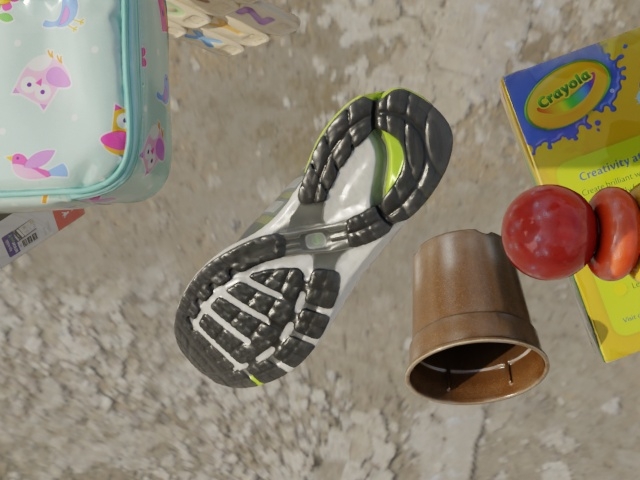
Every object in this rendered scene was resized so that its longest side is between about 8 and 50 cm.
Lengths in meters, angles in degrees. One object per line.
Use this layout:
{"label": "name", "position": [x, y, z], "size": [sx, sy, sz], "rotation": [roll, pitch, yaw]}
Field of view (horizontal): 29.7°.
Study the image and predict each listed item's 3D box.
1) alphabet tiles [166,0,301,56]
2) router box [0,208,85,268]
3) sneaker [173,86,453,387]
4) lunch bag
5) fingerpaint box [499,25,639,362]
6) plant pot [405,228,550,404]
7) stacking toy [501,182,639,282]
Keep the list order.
{"label": "alphabet tiles", "position": [-0.173, -0.249, 1.210], "size": [0.278, 0.284, 0.021], "rotation": [21, 76, -30]}
{"label": "router box", "position": [-0.448, -0.043, 1.468], "size": [0.301, 0.335, 0.082], "rotation": [-36, 76, -16]}
{"label": "sneaker", "position": [0.000, 0.000, 0.955], "size": [0.111, 0.121, 0.300], "rotation": [44, 110, 0]}
{"label": "lunch bag", "position": [-0.260, -0.132, 0.946], "size": [0.279, 0.108, 0.224], "rotation": [-2, 89, 12]}
{"label": "fingerpaint box", "position": [0.489, -0.098, 1.477], "size": [0.445, 0.163, 0.371], "rotation": [-20, 87, 7]}
{"label": "plant pot", "position": [0.177, 0.087, 1.437], "size": [0.167, 0.167, 0.165], "rotation": [-3, 56, 0]}
{"label": "stacking toy", "position": [0.331, -0.005, 1.128], "size": [0.331, 0.141, 0.141], "rotation": [1, 76, -4]}
